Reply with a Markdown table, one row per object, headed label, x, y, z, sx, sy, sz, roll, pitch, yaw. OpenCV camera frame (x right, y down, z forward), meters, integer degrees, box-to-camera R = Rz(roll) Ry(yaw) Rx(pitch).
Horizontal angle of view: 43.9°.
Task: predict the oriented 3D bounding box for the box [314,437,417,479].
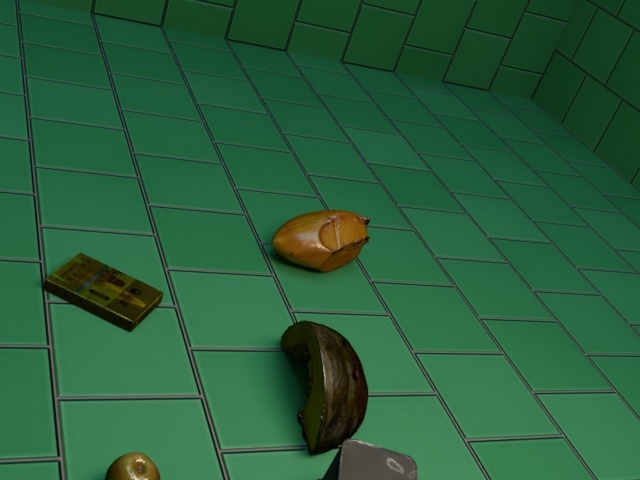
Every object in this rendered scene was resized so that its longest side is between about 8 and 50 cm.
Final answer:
| label | x | y | z | sx | sy | sz | roll | pitch | yaw |
| --- | --- | --- | --- | --- | --- | --- | --- | --- | --- |
| box | 0.066 | 0.424 | 1.196 | 0.163 | 0.135 | 0.243 | 19 | 30 | -3 |

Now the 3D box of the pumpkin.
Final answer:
| label | x | y | z | sx | sy | sz | roll | pitch | yaw |
| --- | --- | --- | --- | --- | --- | --- | --- | --- | --- |
| pumpkin | 0.027 | 0.228 | 1.459 | 0.148 | 0.169 | 0.312 | 5 | 33 | -21 |

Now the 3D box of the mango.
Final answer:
| label | x | y | z | sx | sy | sz | roll | pitch | yaw |
| --- | --- | --- | --- | --- | --- | --- | --- | --- | --- |
| mango | 0.000 | 0.000 | 1.870 | 0.252 | 0.126 | 0.154 | -7 | 50 | -29 |

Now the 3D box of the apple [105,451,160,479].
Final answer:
| label | x | y | z | sx | sy | sz | roll | pitch | yaw |
| --- | --- | --- | --- | --- | --- | --- | --- | --- | --- |
| apple | -0.275 | 0.354 | 1.162 | 0.084 | 0.071 | 0.084 | 15 | 30 | -9 |

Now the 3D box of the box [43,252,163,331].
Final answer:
| label | x | y | z | sx | sy | sz | roll | pitch | yaw |
| --- | --- | --- | --- | --- | --- | --- | --- | --- | --- |
| box | -0.418 | 0.098 | 1.539 | 0.193 | 0.030 | 0.121 | 24 | 30 | 7 |
